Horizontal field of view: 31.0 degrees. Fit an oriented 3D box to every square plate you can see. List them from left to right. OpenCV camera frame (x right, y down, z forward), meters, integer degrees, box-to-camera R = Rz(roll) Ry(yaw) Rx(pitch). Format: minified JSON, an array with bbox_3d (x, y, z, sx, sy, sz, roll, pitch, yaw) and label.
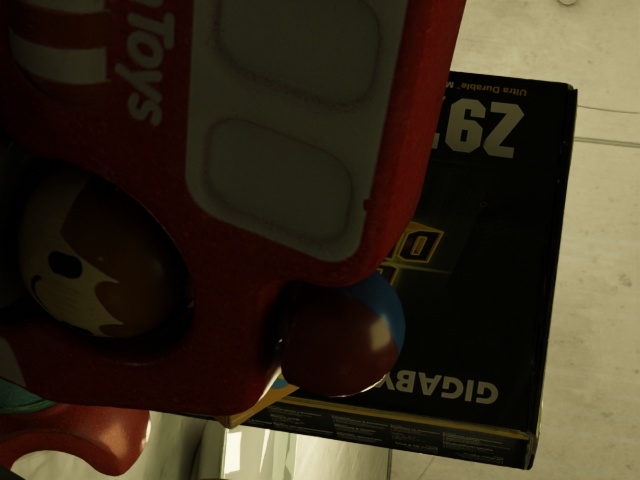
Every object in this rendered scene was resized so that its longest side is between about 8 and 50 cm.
[{"bbox_3d":[-0.090,0.323,1.246,0.347,0.049,0.344,4,92,-79],"label":"square plate"}]

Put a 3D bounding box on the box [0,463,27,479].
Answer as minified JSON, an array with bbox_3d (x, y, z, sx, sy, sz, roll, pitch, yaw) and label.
[{"bbox_3d":[-0.198,0.205,0.328,0.270,0.060,0.216,-61,176,18],"label":"box"}]

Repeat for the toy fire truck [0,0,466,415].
[{"bbox_3d":[-0.083,-0.046,0.392,0.169,0.254,0.302,-52,158,-45],"label":"toy fire truck"}]

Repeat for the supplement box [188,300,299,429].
[{"bbox_3d":[-0.083,0.001,0.616,0.080,0.233,0.078,-25,127,-22],"label":"supplement box"}]

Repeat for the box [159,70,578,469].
[{"bbox_3d":[0.000,0.000,0.785,0.079,0.322,0.257,79,21,-61],"label":"box"}]

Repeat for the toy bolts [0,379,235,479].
[{"bbox_3d":[-0.130,0.096,0.565,0.228,0.218,0.158,-98,178,-51],"label":"toy bolts"}]
